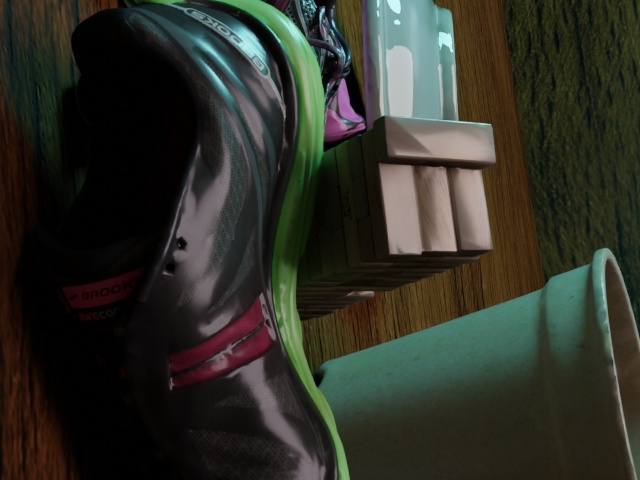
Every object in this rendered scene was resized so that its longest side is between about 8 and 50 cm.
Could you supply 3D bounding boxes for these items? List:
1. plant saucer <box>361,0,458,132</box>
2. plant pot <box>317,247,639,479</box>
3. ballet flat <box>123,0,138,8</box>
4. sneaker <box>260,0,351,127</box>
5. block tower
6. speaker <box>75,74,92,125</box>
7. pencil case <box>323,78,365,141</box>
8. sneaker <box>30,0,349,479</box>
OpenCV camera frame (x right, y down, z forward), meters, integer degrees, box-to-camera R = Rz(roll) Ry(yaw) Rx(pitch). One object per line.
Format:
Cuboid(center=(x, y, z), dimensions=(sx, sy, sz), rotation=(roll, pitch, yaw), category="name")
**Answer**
Cuboid(center=(0.104, -0.154, 2.104), dimensions=(0.400, 0.100, 0.400), rotation=(-3, 90, -88), category="plant saucer")
Cuboid(center=(0.163, 0.200, 1.808), dimensions=(0.334, 0.305, 0.334), rotation=(-12, 90, -77), category="plant pot")
Cuboid(center=(-0.122, -0.200, 1.513), dimensions=(0.086, 0.086, 0.248), rotation=(-75, 152, -61), category="ballet flat")
Cuboid(center=(-0.023, -0.140, 1.751), dimensions=(0.121, 0.112, 0.299), rotation=(43, 38, -67), category="sneaker")
Cuboid(center=(0.000, 0.000, 1.376), dimensions=(0.091, 0.335, 0.097), rotation=(1, 75, -31), category="block tower")
Cuboid(center=(-0.137, -0.114, 1.398), dimensions=(0.136, 0.055, 0.055), rotation=(-38, 115, -74), category="speaker")
Cuboid(center=(-0.012, -0.203, 1.891), dimensions=(0.098, 0.095, 0.209), rotation=(-13, 94, -41), category="pencil case")
Cuboid(center=(-0.103, 0.066, 1.242), dimensions=(0.202, 0.185, 0.483), rotation=(6, 74, -44), category="sneaker")
